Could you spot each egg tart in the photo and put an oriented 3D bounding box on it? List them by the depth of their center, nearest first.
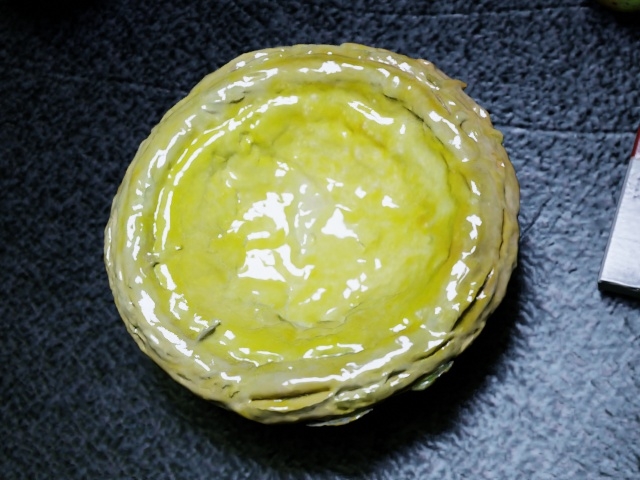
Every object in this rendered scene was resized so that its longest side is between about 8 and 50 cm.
[{"bbox_3d":[0.000,0.000,1.516,0.345,0.132,0.345,-4,69,10],"label":"egg tart"}]

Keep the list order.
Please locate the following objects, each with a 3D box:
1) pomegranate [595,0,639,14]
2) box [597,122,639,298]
[{"bbox_3d":[0.267,-0.263,1.562,0.114,0.142,0.114,-10,44,10],"label":"pomegranate"},{"bbox_3d":[0.308,-0.029,1.521,0.115,0.036,0.177,14,73,15],"label":"box"}]
